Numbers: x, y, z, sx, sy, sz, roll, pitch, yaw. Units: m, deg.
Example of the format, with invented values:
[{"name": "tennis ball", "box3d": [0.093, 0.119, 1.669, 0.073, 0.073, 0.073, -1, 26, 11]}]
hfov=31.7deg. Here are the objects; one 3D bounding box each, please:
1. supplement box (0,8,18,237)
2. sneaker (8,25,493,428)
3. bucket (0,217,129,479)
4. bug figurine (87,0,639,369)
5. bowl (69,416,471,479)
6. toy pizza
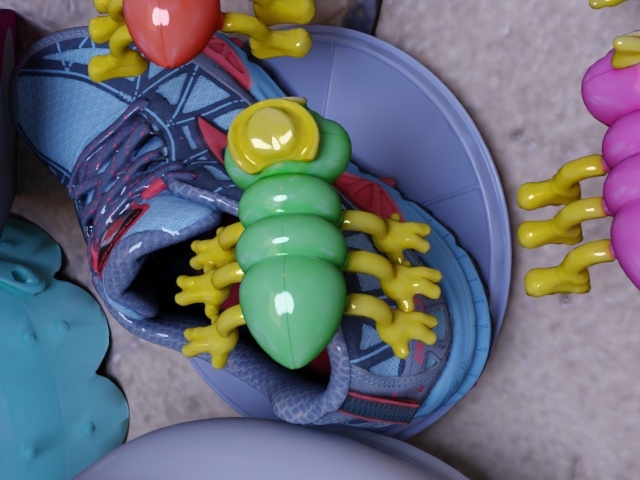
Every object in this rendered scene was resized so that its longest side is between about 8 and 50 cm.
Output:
[{"name": "supplement box", "box3d": [-0.207, -0.055, 0.540, 0.114, 0.220, 0.111, 1, 102, -10]}, {"name": "sneaker", "box3d": [-0.052, -0.018, 0.470, 0.262, 0.125, 0.104, 34, 114, 24]}, {"name": "bucket", "box3d": [-0.270, 0.112, 0.638, 0.281, 0.183, 0.281, 6, 101, 31]}, {"name": "bug figurine", "box3d": [0.045, -0.068, 0.380, 0.279, 0.072, 0.216, -8, 70, 7]}, {"name": "bowl", "box3d": [0.005, 0.174, 0.475, 0.298, 0.134, 0.298, 20, 135, 21]}, {"name": "toy pizza", "box3d": [0.000, 0.000, 0.535, 0.201, 0.032, 0.201, 6, 100, 32]}]
